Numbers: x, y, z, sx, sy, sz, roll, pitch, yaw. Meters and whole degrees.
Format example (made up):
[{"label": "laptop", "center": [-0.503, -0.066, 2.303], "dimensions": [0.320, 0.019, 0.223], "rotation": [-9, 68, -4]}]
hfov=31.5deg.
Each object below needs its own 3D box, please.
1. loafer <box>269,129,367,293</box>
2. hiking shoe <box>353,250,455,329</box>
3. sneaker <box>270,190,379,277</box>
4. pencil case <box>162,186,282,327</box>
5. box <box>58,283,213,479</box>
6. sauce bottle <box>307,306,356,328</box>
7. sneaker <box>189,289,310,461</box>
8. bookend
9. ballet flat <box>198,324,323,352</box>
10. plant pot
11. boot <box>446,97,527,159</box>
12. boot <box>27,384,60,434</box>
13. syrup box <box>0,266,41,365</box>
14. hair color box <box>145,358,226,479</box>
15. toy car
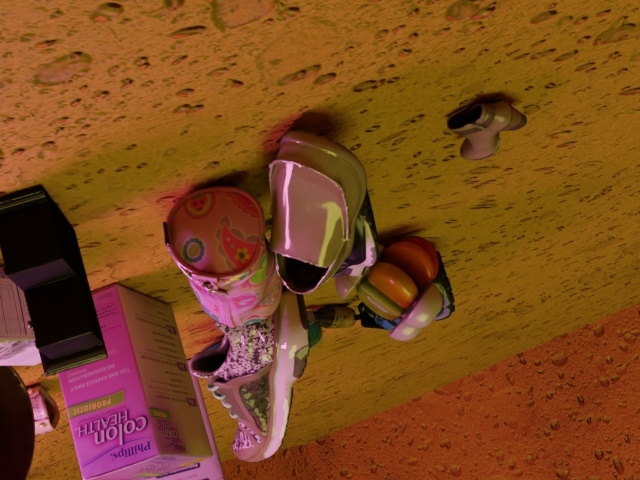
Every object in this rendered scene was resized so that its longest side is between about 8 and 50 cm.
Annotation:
[{"label": "loafer", "center": [-0.007, -0.021, 1.261], "dimensions": [0.102, 0.092, 0.268], "rotation": [16, 152, 14]}, {"label": "hiking shoe", "center": [0.145, 0.106, 1.957], "dimensions": [0.132, 0.113, 0.304], "rotation": [-15, 165, -11]}, {"label": "sneaker", "center": [0.000, 0.000, 1.457], "dimensions": [0.124, 0.107, 0.283], "rotation": [-10, 164, -7]}, {"label": "pencil case", "center": [-0.113, 0.027, 1.376], "dimensions": [0.124, 0.124, 0.284], "rotation": [-17, 166, -3]}, {"label": "box", "center": [-0.269, 0.207, 1.605], "dimensions": [0.117, 0.243, 0.213], "rotation": [-20, 165, 9]}, {"label": "sauce bottle", "center": [0.016, 0.142, 2.076], "dimensions": [0.042, 0.042, 0.128], "rotation": [-28, 163, 34]}, {"label": "sneaker", "center": [-0.136, 0.226, 1.937], "dimensions": [0.182, 0.158, 0.410], "rotation": [6, 132, -10]}, {"label": "bookend", "center": [-0.288, 0.046, 1.183], "dimensions": [0.072, 0.157, 0.156], "rotation": [-17, 165, -5]}, {"label": "ballet flat", "center": [-0.115, 0.201, 2.080], "dimensions": [0.248, 0.086, 0.086], "rotation": [-14, 164, -16]}, {"label": "plant pot", "center": [-0.581, 0.292, 1.682], "dimensions": [0.230, 0.215, 0.215], "rotation": [-7, 168, 18]}, {"label": "boot", "center": [0.181, -0.130, 1.326], "dimensions": [0.087, 0.042, 0.118], "rotation": [4, 153, -40]}, {"label": "boot", "center": [-0.562, 0.308, 1.906], "dimensions": [0.203, 0.095, 0.262], "rotation": [-18, 166, 1]}, {"label": "syrup box", "center": [-0.394, 0.089, 1.327], "dimensions": [0.093, 0.096, 0.237], "rotation": [-24, 164, 27]}, {"label": "hair color box", "center": [-0.283, 0.413, 2.108], "dimensions": [0.174, 0.347, 0.105], "rotation": [-10, 163, -24]}, {"label": "toy car", "center": [0.121, 0.058, 1.764], "dimensions": [0.136, 0.159, 0.182], "rotation": [-51, 177, -22]}]
